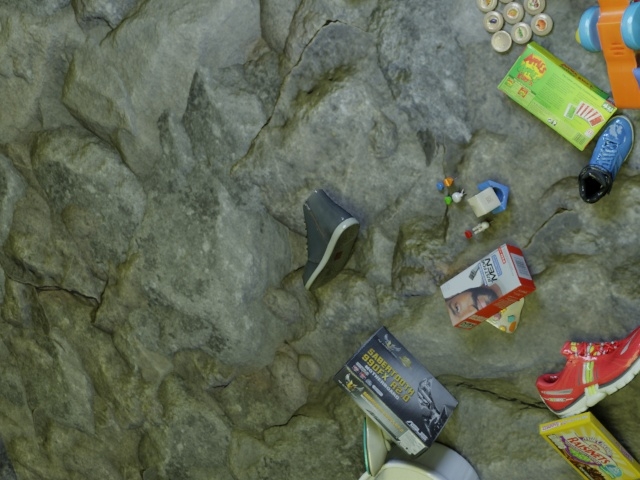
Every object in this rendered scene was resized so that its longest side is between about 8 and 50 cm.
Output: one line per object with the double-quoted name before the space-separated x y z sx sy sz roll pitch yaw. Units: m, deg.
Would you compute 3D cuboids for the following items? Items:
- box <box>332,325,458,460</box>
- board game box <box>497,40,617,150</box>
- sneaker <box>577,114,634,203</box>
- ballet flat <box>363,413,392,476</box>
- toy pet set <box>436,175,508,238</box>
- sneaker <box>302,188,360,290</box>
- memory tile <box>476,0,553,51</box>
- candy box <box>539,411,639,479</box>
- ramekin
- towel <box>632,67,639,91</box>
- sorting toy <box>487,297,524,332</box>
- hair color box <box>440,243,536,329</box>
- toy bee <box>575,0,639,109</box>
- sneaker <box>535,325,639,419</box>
"box" 0.157 0.307 1.685 0.231 0.183 0.056 46 125 6
"board game box" 0.404 -0.247 1.403 0.181 0.043 0.092 39 123 10
"sneaker" 0.478 -0.132 1.383 0.058 0.084 0.152 27 120 18
"ballet flat" 0.123 0.367 1.734 0.086 0.086 0.248 -26 58 34
"toy pet set" 0.294 -0.079 1.539 0.122 0.065 0.114 60 159 -1
"sneaker" 0.000 0.000 1.723 0.118 0.083 0.222 50 134 25
"memory tile" 0.323 -0.405 1.402 0.113 0.012 0.148 -16 102 33
"candy box" 0.515 0.400 1.565 0.105 0.027 0.206 -28 121 33
"ramekin" 0.221 0.568 1.784 0.277 0.135 0.277 12 116 25
"towel" 0.632 -0.145 1.183 0.336 0.040 0.243 17 153 45
"sorting toy" 0.353 0.129 1.594 0.083 0.045 0.075 32 103 14
"hair color box" 0.314 0.090 1.560 0.167 0.053 0.093 -40 50 35
"toy bee" 0.483 -0.357 1.260 0.195 0.162 0.298 29 154 34
"sneaker" 0.501 0.223 1.507 0.118 0.107 0.279 48 124 10
